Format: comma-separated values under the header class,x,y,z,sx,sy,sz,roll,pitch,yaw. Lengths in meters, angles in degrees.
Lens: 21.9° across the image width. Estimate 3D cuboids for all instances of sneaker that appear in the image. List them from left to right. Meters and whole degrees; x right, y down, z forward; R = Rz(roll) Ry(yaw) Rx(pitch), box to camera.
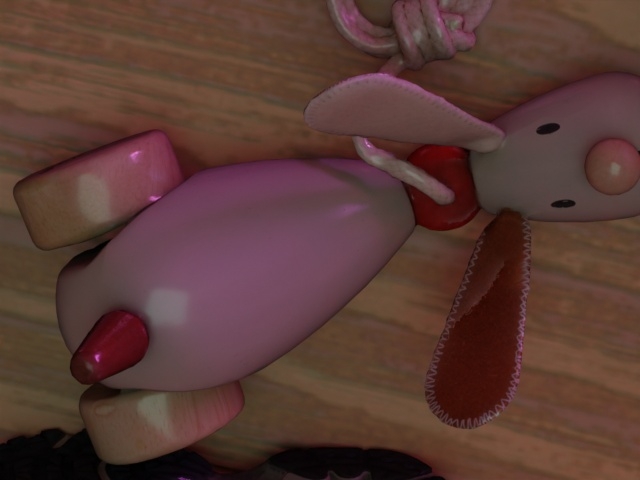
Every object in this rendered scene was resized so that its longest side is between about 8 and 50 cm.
class,x,y,z,sx,sy,sz,roll,pitch,yaw
sneaker,-0.073,0.177,0.856,0.283,0.110,0.122,5,108,1

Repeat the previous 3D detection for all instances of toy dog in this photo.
class,x,y,z,sx,sy,sz,roll,pitch,yaw
toy dog,0.000,0.000,0.777,0.333,0.161,0.220,-38,101,11
